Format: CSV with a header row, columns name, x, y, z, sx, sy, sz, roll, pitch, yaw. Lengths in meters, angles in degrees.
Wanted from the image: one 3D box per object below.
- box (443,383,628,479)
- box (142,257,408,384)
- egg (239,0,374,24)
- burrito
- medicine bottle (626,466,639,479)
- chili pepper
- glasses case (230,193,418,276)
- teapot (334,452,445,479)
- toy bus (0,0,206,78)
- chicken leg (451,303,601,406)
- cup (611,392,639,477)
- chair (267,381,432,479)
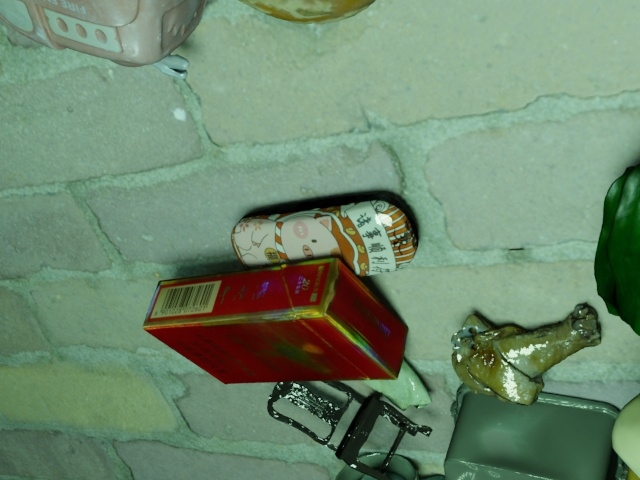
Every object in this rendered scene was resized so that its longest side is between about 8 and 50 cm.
name,x,y,z,sx,sy,sz,roll,pitch,yaw
box,0.282,0.303,1.016,0.244,0.135,0.163,5,125,25
box,-0.063,0.122,1.059,0.314,0.089,0.197,-8,142,33
egg,0.002,-0.303,0.699,0.233,0.195,0.194,-12,116,38
burrito,0.107,0.202,1.099,0.118,0.044,0.074,44,129,-3
medicine bottle,0.479,0.362,0.882,0.232,0.238,0.237,4,124,26
chili pepper,0.356,-0.029,0.718,0.165,0.174,0.260,18,92,20
glasses case,0.000,0.000,0.995,0.267,0.067,0.103,-7,124,32
teapot,0.124,0.463,1.214,0.203,0.171,0.225,-14,112,0
toy bus,-0.260,-0.310,0.843,0.294,0.197,0.231,20,140,13
chicken leg,0.256,0.147,0.959,0.196,0.080,0.125,-7,106,31
cup,0.443,0.218,0.756,0.255,0.173,0.202,44,96,-5
chair,0.033,0.267,1.122,0.229,0.106,0.113,29,166,4
